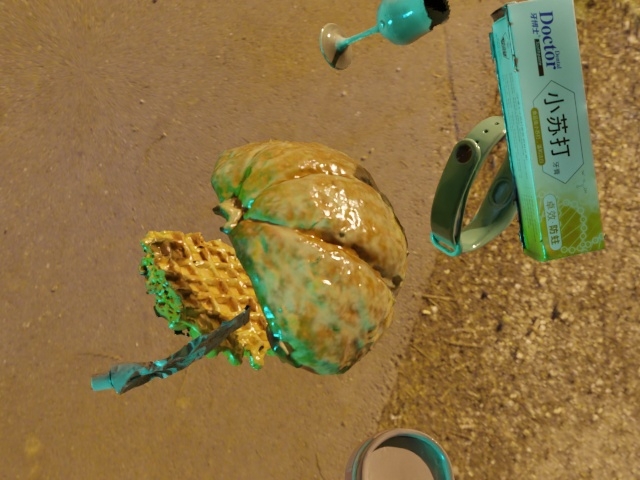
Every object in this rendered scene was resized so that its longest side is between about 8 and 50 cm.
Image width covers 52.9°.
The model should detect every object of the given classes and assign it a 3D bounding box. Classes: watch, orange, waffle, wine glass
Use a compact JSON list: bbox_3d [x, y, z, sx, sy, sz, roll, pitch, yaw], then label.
[{"bbox_3d":[0.269,-0.083,1.060,0.195,0.068,0.237,7,113,-47],"label":"watch"},{"bbox_3d":[0.000,0.000,0.867,0.210,0.368,0.271,-31,134,2],"label":"orange"},{"bbox_3d":[-0.194,0.095,1.158,0.307,0.312,0.060,29,114,-16],"label":"waffle"},{"bbox_3d":[0.094,-0.320,0.960,0.079,0.195,0.079,9,77,-45],"label":"wine glass"}]

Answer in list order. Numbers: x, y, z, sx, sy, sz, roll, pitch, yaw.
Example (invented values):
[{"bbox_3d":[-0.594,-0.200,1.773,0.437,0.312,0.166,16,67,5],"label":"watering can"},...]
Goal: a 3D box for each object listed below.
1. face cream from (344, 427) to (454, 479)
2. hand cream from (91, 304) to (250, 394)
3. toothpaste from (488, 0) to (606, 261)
[{"bbox_3d":[0.140,0.436,1.180,0.175,0.195,0.175,2,68,-5],"label":"face cream"},{"bbox_3d":[-0.220,0.169,0.973,0.257,0.084,0.050,-22,70,-11],"label":"hand cream"},{"bbox_3d":[0.278,-0.135,0.793,0.089,0.071,0.312,-11,99,0],"label":"toothpaste"}]
